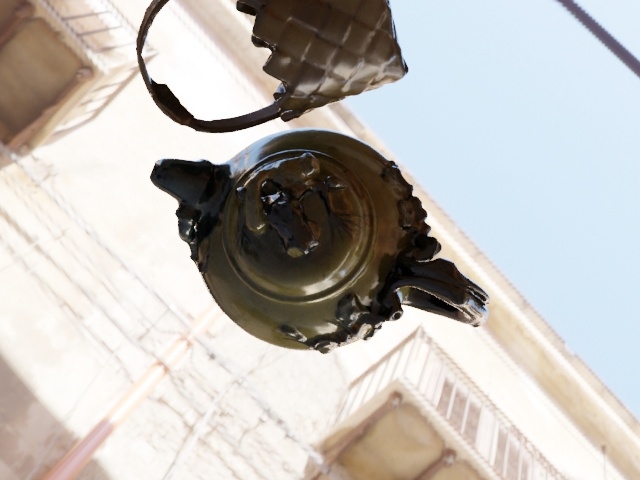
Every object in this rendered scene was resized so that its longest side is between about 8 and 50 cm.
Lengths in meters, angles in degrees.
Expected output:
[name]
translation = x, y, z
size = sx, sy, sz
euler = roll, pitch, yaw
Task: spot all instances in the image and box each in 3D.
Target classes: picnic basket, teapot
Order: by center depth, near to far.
[picnic basket]
translation = -0.042, -0.146, 0.757
size = 0.179, 0.137, 0.128
euler = -25, -57, 1
[teapot]
translation = 0.000, 0.000, 0.794
size = 0.269, 0.182, 0.173
euler = 24, -95, 10
